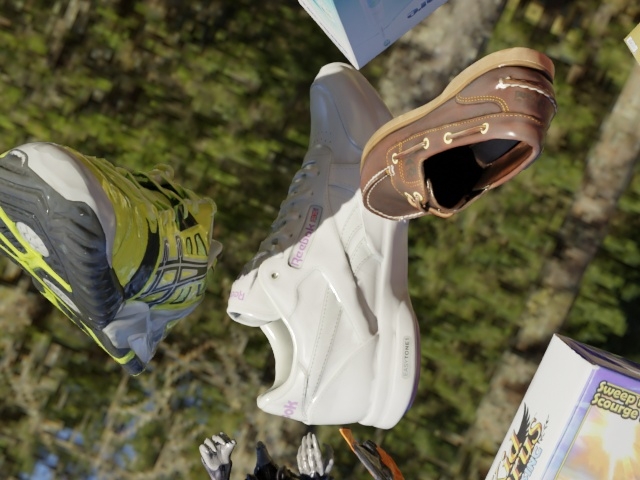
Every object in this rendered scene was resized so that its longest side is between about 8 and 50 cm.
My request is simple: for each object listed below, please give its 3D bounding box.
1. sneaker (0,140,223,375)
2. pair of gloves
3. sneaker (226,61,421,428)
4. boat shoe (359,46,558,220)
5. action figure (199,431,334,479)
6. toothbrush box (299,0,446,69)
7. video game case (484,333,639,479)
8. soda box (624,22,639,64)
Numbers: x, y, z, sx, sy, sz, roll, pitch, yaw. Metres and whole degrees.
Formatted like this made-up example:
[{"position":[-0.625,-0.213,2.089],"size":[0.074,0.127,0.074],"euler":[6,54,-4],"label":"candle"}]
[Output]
[{"position":[-0.166,-0.012,1.067],"size":[0.145,0.147,0.384],"euler":[41,169,9],"label":"sneaker"},{"position":[0.052,0.191,1.151],"size":[0.074,0.010,0.083],"euler":[51,-172,31],"label":"pair of gloves"},{"position":[0.000,0.000,1.099],"size":[0.152,0.305,0.114],"euler":[0,168,-15],"label":"sneaker"},{"position":[0.085,-0.054,0.923],"size":[0.073,0.073,0.207],"euler":[16,153,-20],"label":"boat shoe"},{"position":[-0.058,0.297,1.637],"size":[0.164,0.141,0.275],"euler":[-6,-170,-5],"label":"action figure"},{"position":[0.068,-0.347,1.498],"size":[0.126,0.216,0.295],"euler":[51,179,19],"label":"toothbrush box"},{"position":[0.204,0.210,0.782],"size":[0.269,0.244,0.061],"euler":[21,-170,-18],"label":"video game case"},{"position":[0.460,-0.200,1.696],"size":[0.061,0.058,0.181],"euler":[-17,-109,-32],"label":"soda box"}]
